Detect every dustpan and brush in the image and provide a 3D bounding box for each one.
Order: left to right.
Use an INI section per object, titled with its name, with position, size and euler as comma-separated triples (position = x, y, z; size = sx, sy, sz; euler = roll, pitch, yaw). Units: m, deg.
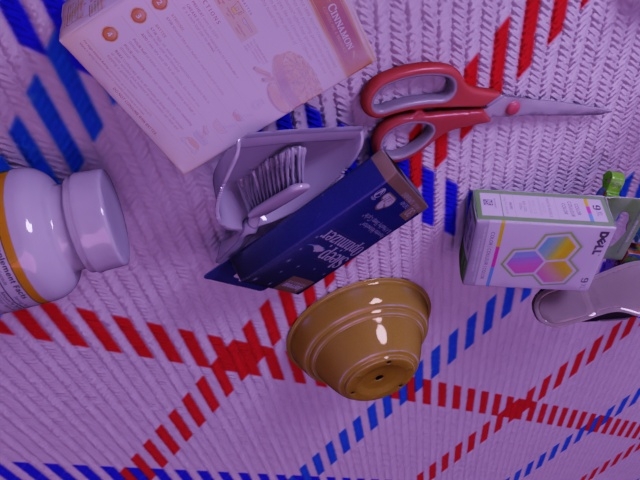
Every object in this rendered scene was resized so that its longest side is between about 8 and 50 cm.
[dustpan and brush]
position = -0.060, -0.033, 0.562
size = 0.147, 0.060, 0.211
euler = -13, 169, -41

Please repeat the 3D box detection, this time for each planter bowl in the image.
[planter bowl]
position = 0.068, 0.157, 0.790
size = 0.217, 0.090, 0.217
euler = -11, 136, -11

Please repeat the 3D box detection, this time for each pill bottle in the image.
[pill bottle]
position = -0.277, 0.005, 0.481
size = 0.209, 0.117, 0.117
euler = -14, 136, -8

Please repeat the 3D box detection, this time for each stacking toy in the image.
[stacking toy]
position = 0.408, 0.004, 0.755
size = 0.167, 0.052, 0.221
euler = 9, 134, -1

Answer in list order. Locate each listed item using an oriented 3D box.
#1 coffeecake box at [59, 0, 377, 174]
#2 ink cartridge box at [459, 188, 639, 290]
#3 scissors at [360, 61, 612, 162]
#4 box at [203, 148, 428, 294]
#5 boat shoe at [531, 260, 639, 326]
[coffeecake box]
position = -0.072, -0.158, 0.437
size = 0.186, 0.068, 0.142
euler = -29, 136, 8
[ink cartridge box]
position = 0.281, 0.002, 0.690
size = 0.210, 0.062, 0.108
euler = 3, 134, 5
[scissors]
position = 0.183, -0.145, 0.585
size = 0.297, 0.021, 0.108
euler = -12, 134, -9
[box]
position = 0.000, 0.000, 0.614
size = 0.225, 0.036, 0.136
euler = -33, 159, 14
[boat shoe]
position = 0.385, 0.071, 0.759
size = 0.206, 0.075, 0.065
euler = -12, 174, 12
